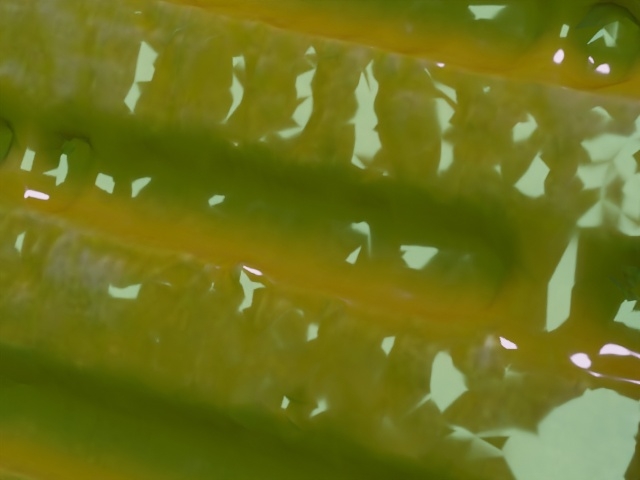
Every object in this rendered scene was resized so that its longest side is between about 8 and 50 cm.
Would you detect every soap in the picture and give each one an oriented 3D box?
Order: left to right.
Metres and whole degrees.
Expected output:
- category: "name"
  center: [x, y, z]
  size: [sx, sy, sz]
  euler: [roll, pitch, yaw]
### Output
- category: "soap"
  center: [0.000, 0.000, 0.598]
  size: [0.335, 0.156, 0.293]
  euler: [12, 83, 23]
